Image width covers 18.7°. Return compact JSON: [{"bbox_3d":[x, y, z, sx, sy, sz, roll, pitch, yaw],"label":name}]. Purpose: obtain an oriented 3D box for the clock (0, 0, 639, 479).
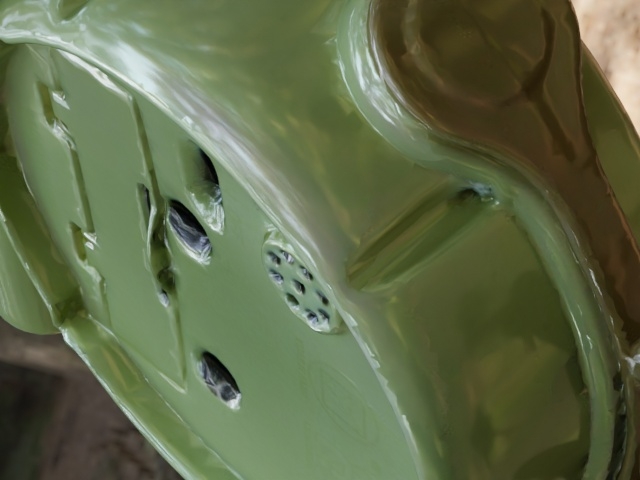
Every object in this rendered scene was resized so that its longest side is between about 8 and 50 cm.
[{"bbox_3d":[0.000,0.000,0.535,0.096,0.308,0.235,-38,-33,-26],"label":"clock"}]
